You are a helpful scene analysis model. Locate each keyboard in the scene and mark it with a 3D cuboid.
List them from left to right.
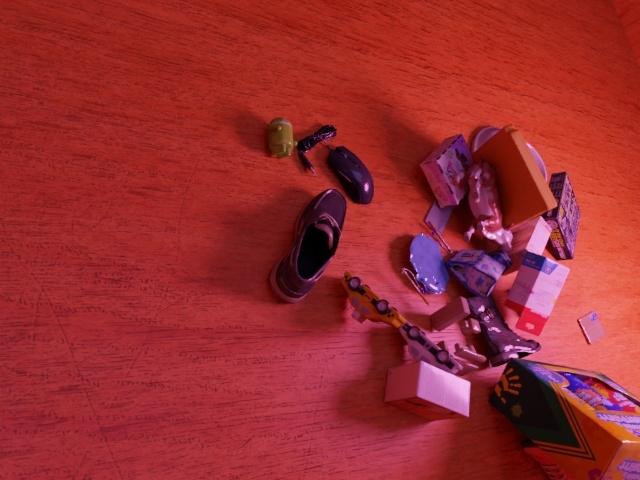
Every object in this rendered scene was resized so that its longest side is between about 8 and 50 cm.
[{"bbox_3d":[0.405,-0.121,1.766,0.072,0.014,0.256,40,51,-8],"label":"keyboard"}]

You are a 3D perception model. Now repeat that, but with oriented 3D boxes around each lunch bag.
[{"bbox_3d":[0.472,0.087,1.648,0.151,0.096,0.129,32,30,20],"label":"lunch bag"},{"bbox_3d":[0.561,0.074,1.731,0.065,0.098,0.067,-36,94,-22],"label":"lunch bag"}]

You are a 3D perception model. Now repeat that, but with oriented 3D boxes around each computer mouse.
[{"bbox_3d":[0.052,-0.208,1.521,0.184,0.060,0.262,-31,88,-41],"label":"computer mouse"}]

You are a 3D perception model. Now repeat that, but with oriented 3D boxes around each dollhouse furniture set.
[{"bbox_3d":[0.395,0.269,1.509,0.123,0.144,0.151,24,43,-31],"label":"dollhouse furniture set"}]

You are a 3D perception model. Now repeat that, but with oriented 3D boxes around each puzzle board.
[{"bbox_3d":[0.996,0.319,1.981,0.128,0.011,0.096,-12,76,-39],"label":"puzzle board"}]

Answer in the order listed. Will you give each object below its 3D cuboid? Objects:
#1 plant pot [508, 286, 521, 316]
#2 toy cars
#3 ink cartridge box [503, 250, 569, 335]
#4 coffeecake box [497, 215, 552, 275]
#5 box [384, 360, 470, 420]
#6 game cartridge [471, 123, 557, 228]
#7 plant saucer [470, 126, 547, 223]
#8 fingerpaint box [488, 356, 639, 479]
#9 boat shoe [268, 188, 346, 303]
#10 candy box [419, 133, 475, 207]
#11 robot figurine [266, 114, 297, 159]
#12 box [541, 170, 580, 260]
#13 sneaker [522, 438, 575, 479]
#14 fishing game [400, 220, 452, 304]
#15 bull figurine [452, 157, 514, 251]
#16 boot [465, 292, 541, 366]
[{"bbox_3d":[0.708,0.184,1.783,0.109,0.096,0.109,-17,81,-39],"label":"plant pot"},{"bbox_3d":[0.194,0.230,1.378,0.393,0.176,0.087,40,89,-14],"label":"toy cars"},{"bbox_3d":[0.656,0.165,1.661,0.134,0.078,0.231,21,94,-32],"label":"ink cartridge box"},{"bbox_3d":[0.673,0.018,1.803,0.068,0.142,0.185,47,50,-7],"label":"coffeecake box"},{"bbox_3d":[0.268,0.382,1.357,0.170,0.130,0.091,26,58,-22],"label":"box"},{"bbox_3d":[0.595,-0.187,1.736,0.052,0.324,0.285,-21,82,-15],"label":"game cartridge"},{"bbox_3d":[0.732,-0.263,2.004,0.400,0.100,0.401,15,60,-29],"label":"plant saucer"},{"bbox_3d":[0.768,0.505,1.496,0.444,0.371,0.163,15,104,-29],"label":"fingerpaint box"},{"bbox_3d":[0.000,0.000,1.341,0.132,0.130,0.355,36,53,-17],"label":"boat shoe"},{"bbox_3d":[0.423,-0.225,1.746,0.196,0.070,0.165,-44,112,-39],"label":"candy box"},{"bbox_3d":[-0.106,-0.276,1.434,0.101,0.067,0.115,32,49,-55],"label":"robot figurine"},{"bbox_3d":[0.908,-0.093,2.030,0.216,0.060,0.270,55,46,-30],"label":"box"},{"bbox_3d":[0.706,0.665,1.549,0.314,0.116,0.136,30,58,-20],"label":"sneaker"},{"bbox_3d":[0.319,0.071,1.598,0.189,0.041,0.264,49,44,-16],"label":"fishing game"},{"bbox_3d":[0.515,-0.098,1.699,0.188,0.101,0.310,-25,101,-45],"label":"bull figurine"},{"bbox_3d":[0.552,0.254,1.650,0.263,0.091,0.229,0,61,-43],"label":"boot"}]
